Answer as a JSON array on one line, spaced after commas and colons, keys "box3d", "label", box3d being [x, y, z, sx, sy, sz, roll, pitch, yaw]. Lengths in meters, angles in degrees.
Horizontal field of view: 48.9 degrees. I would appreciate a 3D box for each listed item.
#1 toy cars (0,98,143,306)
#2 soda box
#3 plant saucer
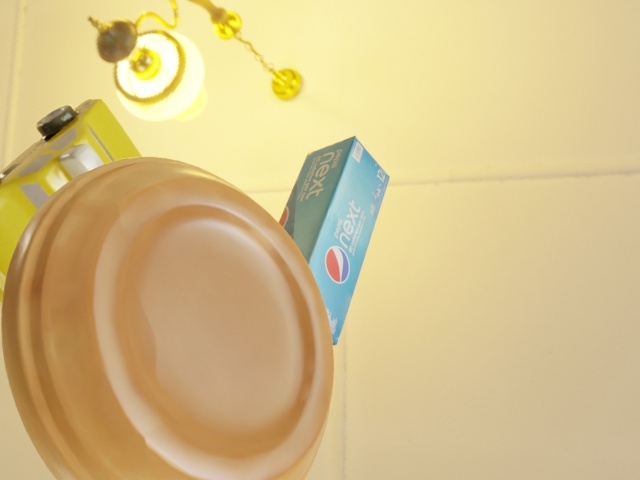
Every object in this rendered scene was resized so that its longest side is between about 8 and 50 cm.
[{"box3d": [-0.256, -0.041, 0.472, 0.087, 0.393, 0.176, -9, -96, 36], "label": "toy cars"}, {"box3d": [0.000, 0.000, 0.693, 0.071, 0.067, 0.210, -13, -137, 40], "label": "soda box"}, {"box3d": [-0.057, 0.046, 0.358, 0.037, 0.200, 0.200, -23, -106, 35], "label": "plant saucer"}]
